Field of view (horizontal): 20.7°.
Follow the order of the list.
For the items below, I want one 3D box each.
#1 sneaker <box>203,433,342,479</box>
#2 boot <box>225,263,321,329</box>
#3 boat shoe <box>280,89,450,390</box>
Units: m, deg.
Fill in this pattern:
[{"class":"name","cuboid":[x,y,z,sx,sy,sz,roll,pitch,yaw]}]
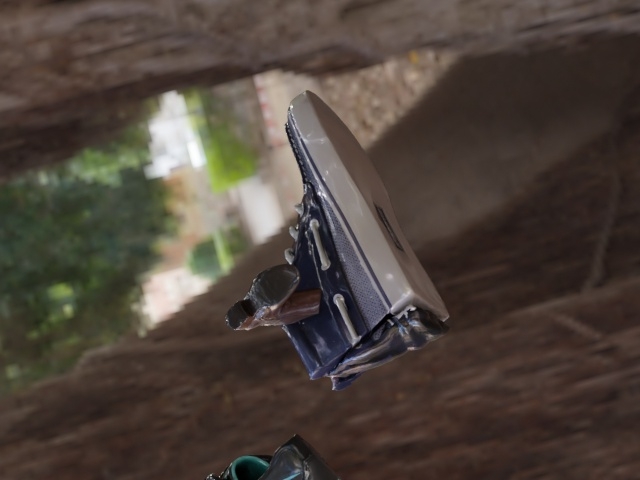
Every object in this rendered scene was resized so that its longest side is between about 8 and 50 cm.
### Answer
[{"class":"sneaker","cuboid":[-0.063,0.239,1.515,0.267,0.101,0.106,-28,93,45]},{"class":"boot","cuboid":[-0.026,0.054,1.746,0.114,0.106,0.037,0,-119,-51]},{"class":"boat shoe","cuboid":[0.000,0.000,1.889,0.127,0.158,0.340,34,-155,-51]}]
